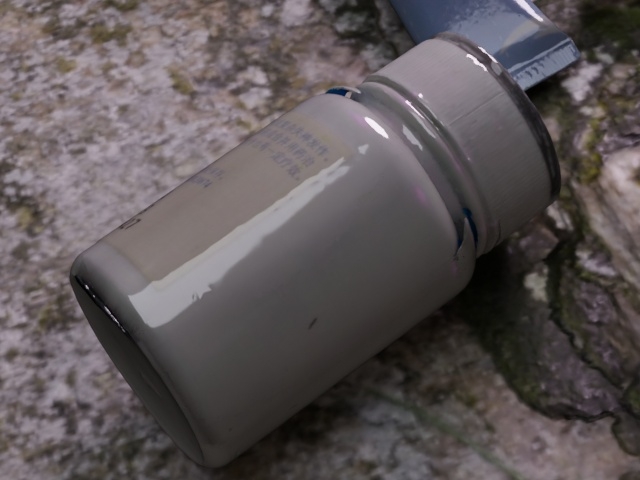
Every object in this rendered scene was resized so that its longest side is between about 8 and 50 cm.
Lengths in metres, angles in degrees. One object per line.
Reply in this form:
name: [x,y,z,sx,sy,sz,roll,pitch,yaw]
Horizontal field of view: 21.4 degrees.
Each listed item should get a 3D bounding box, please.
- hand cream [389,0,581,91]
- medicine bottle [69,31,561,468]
hand cream: [0.071,-0.192,1.147,0.091,0.058,0.271,-27,56,-5]
medicine bottle: [0.000,0.000,0.947,0.258,0.143,0.143,-36,53,-14]
